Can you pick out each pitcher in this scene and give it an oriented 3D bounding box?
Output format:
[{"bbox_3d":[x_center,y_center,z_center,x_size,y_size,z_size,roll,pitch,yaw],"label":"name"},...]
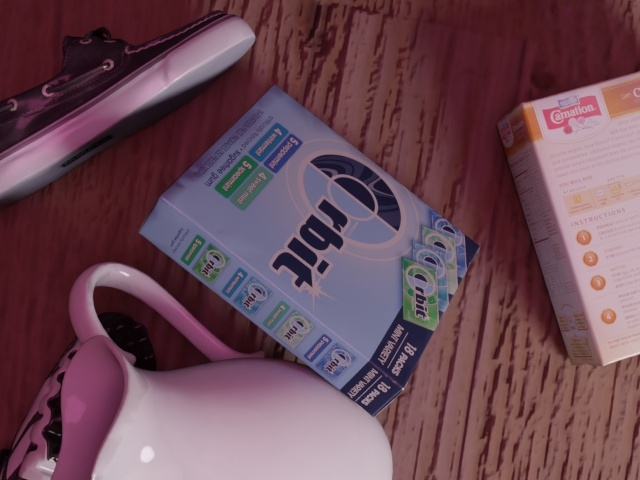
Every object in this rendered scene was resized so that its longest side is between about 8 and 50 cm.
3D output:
[{"bbox_3d":[-0.063,0.106,0.659,0.207,0.125,0.177,19,49,-33],"label":"pitcher"}]

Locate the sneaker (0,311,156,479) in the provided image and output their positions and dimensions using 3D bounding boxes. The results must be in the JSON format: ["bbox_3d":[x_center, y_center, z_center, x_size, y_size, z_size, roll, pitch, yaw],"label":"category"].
[{"bbox_3d":[-0.179,0.152,0.675,0.078,0.106,0.234,38,54,-37],"label":"sneaker"}]

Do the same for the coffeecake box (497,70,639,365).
[{"bbox_3d":[0.224,-0.020,0.744,0.142,0.068,0.185,-16,86,-8],"label":"coffeecake box"}]

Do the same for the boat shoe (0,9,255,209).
[{"bbox_3d":[-0.156,-0.103,0.713,0.228,0.080,0.076,-32,89,-1],"label":"boat shoe"}]

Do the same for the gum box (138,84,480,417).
[{"bbox_3d":[0.000,0.000,0.689,0.184,0.041,0.157,37,42,-1],"label":"gum box"}]
